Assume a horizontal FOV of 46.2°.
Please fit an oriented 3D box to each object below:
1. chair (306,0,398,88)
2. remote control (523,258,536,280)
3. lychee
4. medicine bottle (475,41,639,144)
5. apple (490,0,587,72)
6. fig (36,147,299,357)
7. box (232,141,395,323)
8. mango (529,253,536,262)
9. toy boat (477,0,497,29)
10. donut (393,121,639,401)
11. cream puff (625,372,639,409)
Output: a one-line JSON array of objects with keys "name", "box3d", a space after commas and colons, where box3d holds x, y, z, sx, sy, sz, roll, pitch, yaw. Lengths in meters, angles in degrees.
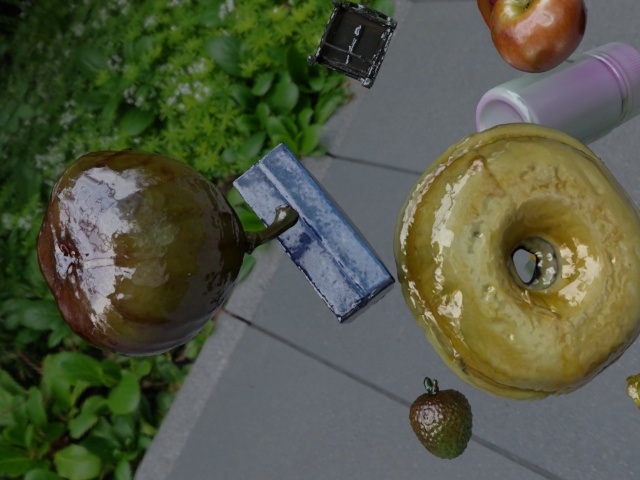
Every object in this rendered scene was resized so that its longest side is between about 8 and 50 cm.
[{"name": "chair", "box3d": [0.059, -0.319, 1.199, 0.229, 0.106, 0.113, -66, 0, -74]}, {"name": "remote control", "box3d": [0.440, 0.093, 1.462, 0.038, 0.309, 0.090, -37, 88, 11]}, {"name": "lychee", "box3d": [0.212, 0.313, 1.327, 0.114, 0.114, 0.147, -15, 87, 36]}, {"name": "medicine bottle", "box3d": [0.578, -0.319, 1.777, 0.388, 0.219, 0.219, -27, 37, -21]}, {"name": "apple", "box3d": [0.356, -0.354, 1.225, 0.163, 0.139, 0.164, -19, 58, 34]}, {"name": "fig", "box3d": [-0.135, 0.000, 0.829, 0.216, 0.320, 0.217, 12, 106, 46]}, {"name": "box", "box3d": [0.000, 0.000, 1.198, 0.116, 0.279, 0.261, -38, 82, 1]}, {"name": "mango", "box3d": [0.540, 0.059, 1.711, 0.102, 0.141, 0.217, -9, 45, 40]}, {"name": "toy boat", "box3d": [0.341, -0.535, 1.381, 0.133, 0.332, 0.145, -22, 51, 10]}, {"name": "donut", "box3d": [0.331, 0.032, 1.204, 0.449, 0.448, 0.198, -62, 6, -7]}, {"name": "cream puff", "box3d": [0.512, 0.223, 1.142, 0.083, 0.058, 0.083, -34, 0, -22]}]
